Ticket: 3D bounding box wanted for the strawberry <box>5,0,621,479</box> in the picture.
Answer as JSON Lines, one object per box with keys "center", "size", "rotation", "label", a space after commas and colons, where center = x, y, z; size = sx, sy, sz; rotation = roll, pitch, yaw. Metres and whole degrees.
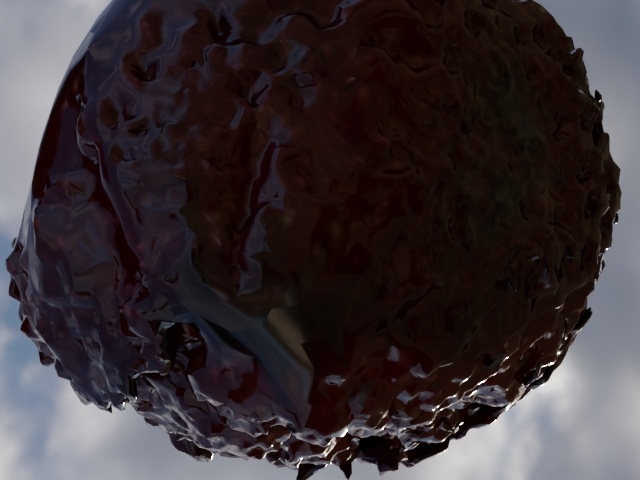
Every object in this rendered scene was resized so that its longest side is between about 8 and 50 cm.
{"center": [0.000, 0.000, 0.802], "size": [0.274, 0.274, 0.220], "rotation": [59, -173, -35], "label": "strawberry"}
